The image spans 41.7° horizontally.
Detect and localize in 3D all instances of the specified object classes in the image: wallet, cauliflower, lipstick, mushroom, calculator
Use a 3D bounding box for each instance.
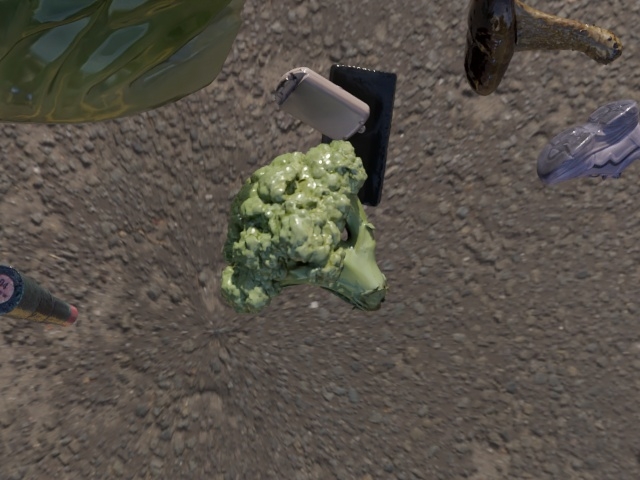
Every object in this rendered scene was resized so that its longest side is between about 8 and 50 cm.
[{"bbox_3d":[0.063,-0.188,1.515,0.124,0.025,0.244,10,106,10],"label":"wallet"},{"bbox_3d":[-0.015,-0.009,1.334,0.281,0.260,0.327,27,86,14],"label":"cauliflower"},{"bbox_3d":[-0.340,0.074,1.001,0.053,0.234,0.054,0,79,0],"label":"lipstick"},{"bbox_3d":[0.314,-0.298,1.168,0.217,0.227,0.148,7,65,10],"label":"mushroom"},{"bbox_3d":[0.004,-0.230,1.444,0.175,0.100,0.032,28,51,-20],"label":"calculator"}]

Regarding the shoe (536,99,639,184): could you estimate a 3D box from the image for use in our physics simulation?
[{"bbox_3d":[0.554,-0.170,1.703,0.245,0.095,0.138,-35,112,-4],"label":"shoe"}]

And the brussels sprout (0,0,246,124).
[{"bbox_3d":[-0.176,-0.197,0.409,0.354,0.281,0.289,17,99,-41],"label":"brussels sprout"}]
